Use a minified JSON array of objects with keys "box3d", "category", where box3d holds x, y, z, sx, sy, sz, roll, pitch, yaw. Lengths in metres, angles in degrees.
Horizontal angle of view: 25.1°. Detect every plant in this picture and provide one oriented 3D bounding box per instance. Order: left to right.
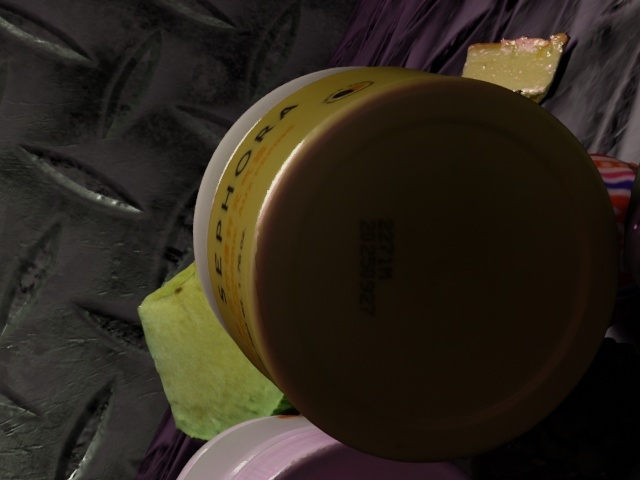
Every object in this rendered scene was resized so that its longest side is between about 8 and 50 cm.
[{"box3d":[0.154,0.117,0.921,0.094,0.092,0.143,-60,0,-40],"category":"plant"}]

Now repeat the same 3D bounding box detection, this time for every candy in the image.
[{"box3d":[0.188,-0.012,1.118,0.124,0.124,0.365,-61,1,6],"category":"candy"}]

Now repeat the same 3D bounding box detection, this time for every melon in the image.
[{"box3d":[0.000,0.000,1.322,0.343,0.226,0.331,-38,-16,-34],"category":"melon"}]

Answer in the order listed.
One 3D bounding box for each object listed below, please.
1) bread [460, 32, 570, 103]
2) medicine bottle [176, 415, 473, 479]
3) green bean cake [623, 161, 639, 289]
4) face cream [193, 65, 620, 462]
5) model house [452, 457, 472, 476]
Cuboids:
[{"box3d":[0.200,-0.178,1.502,0.084,0.080,0.109,-68,9,-22],"category":"bread"},{"box3d":[-0.001,0.232,1.046,0.202,0.202,0.316,-64,10,-9],"category":"medicine bottle"},{"box3d":[0.260,-0.059,0.759,0.222,0.125,0.227,-67,6,-31],"category":"green bean cake"},{"box3d":[0.044,0.006,0.862,0.218,0.218,0.179,-62,17,1],"category":"face cream"},{"box3d":[0.107,0.124,1.126,0.100,0.088,0.100,-47,21,61],"category":"model house"}]
